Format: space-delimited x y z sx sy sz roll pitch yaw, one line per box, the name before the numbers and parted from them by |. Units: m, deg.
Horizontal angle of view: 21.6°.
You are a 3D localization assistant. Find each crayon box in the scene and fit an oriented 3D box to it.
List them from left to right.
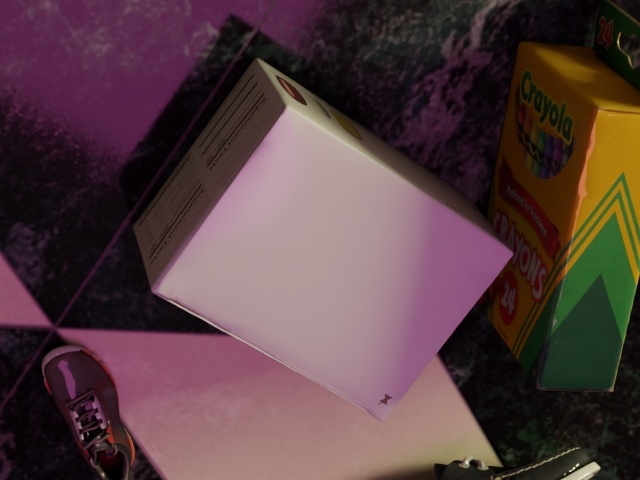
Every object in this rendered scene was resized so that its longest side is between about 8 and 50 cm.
crayon box | 0.227 -0.048 1.526 0.081 0.202 0.318 3 111 -15

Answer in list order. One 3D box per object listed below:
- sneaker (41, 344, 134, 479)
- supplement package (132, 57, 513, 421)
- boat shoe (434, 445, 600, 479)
sneaker | -0.213 0.170 1.593 0.061 0.065 0.158 -25 117 -1
supplement package | 0.000 0.000 1.524 0.262 0.145 0.204 31 103 -24
boat shoe | 0.133 0.267 1.697 0.302 0.091 0.114 -24 160 -8
